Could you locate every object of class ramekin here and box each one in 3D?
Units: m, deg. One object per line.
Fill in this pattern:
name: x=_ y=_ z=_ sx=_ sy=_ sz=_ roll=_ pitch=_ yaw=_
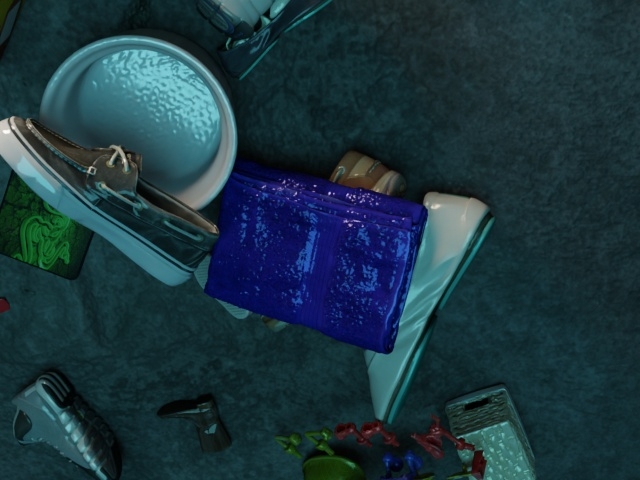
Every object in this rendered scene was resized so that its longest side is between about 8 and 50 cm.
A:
ramekin: x=-0.252 y=-0.172 z=1.403 sx=0.277 sy=0.135 sz=0.277 roll=0 pitch=114 yaw=1

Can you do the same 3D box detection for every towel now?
towel: x=-0.016 y=0.021 z=1.400 sx=0.308 sy=0.076 sz=0.228 roll=16 pitch=103 yaw=18

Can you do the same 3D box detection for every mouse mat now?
mouse mat: x=-0.432 y=-0.037 z=1.539 sx=0.152 sy=0.007 sz=0.190 roll=22 pitch=114 yaw=-8

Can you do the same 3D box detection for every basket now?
basket: x=0.292 y=0.348 z=1.641 sx=0.113 sy=0.103 sz=0.167 roll=-21 pitch=113 yaw=12

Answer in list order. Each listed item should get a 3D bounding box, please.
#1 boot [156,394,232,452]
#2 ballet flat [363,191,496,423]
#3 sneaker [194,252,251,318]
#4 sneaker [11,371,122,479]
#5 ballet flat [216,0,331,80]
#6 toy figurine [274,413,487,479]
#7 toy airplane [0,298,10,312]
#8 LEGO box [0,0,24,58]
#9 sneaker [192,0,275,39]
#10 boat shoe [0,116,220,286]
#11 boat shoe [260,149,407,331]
boot: x=-0.218 y=0.329 z=1.686 sx=0.106 sy=0.037 sz=0.114 roll=-12 pitch=118 yaw=9
ballet flat: x=0.140 y=0.099 z=1.534 sx=0.139 sy=0.139 sz=0.400 roll=21 pitch=109 yaw=-8
sneaker: x=-0.146 y=0.066 z=1.561 sx=0.134 sy=0.070 sz=0.051 roll=46 pitch=120 yaw=14
sneaker: x=-0.449 y=0.342 z=1.678 sx=0.132 sy=0.086 sz=0.229 roll=-28 pitch=101 yaw=18
ballet flat: x=-0.068 y=-0.312 z=1.372 sx=0.203 sy=0.074 sz=0.074 roll=-37 pitch=108 yaw=19
toy figurine: x=0.073 y=0.430 z=1.550 sx=0.362 sy=0.217 sz=0.191 roll=-14 pitch=135 yaw=34
toy airplane: x=-0.592 y=0.103 z=1.595 sx=0.151 sy=0.028 sz=0.151 roll=0 pitch=114 yaw=0
LEGO box: x=-0.521 y=-0.495 z=1.231 sx=0.372 sy=0.193 sz=0.500 roll=27 pitch=112 yaw=-10
sneaker: x=-0.173 y=-0.411 z=1.321 sx=0.297 sy=0.111 sz=0.129 roll=44 pitch=78 yaw=-7
boat shoe: x=-0.282 y=-0.076 z=1.323 sx=0.335 sy=0.121 sz=0.119 roll=38 pitch=102 yaw=-26
boat shoe: x=0.000 y=0.000 z=1.494 sx=0.116 sy=0.123 sz=0.324 roll=40 pitch=108 yaw=9
